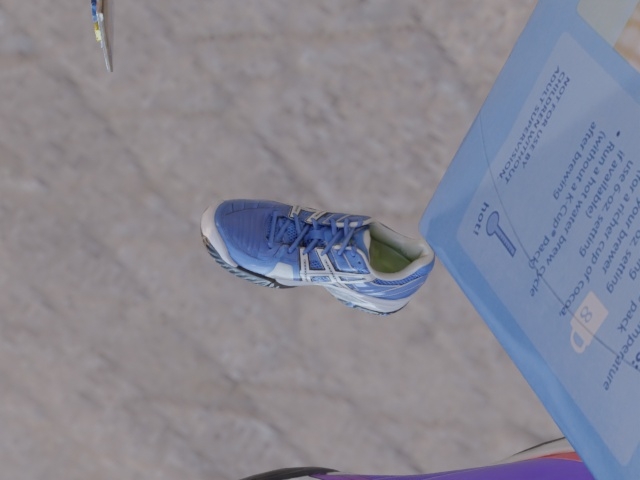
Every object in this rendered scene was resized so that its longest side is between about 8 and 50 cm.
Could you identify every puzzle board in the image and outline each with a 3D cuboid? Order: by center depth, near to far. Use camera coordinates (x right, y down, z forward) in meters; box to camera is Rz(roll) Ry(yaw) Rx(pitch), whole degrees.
[{"bbox_3d":[-0.155,-0.198,1.426,0.011,0.128,0.096,0,159,-2],"label":"puzzle board"}]

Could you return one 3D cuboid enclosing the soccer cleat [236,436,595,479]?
[{"bbox_3d":[0.035,0.158,0.875,0.318,0.116,0.108,-12,104,11],"label":"soccer cleat"}]

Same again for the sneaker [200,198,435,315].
[{"bbox_3d":[0.000,0.000,1.678,0.211,0.080,0.081,13,151,-25],"label":"sneaker"}]

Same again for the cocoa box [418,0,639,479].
[{"bbox_3d":[0.229,-0.066,0.634,0.228,0.347,0.231,19,-161,-25],"label":"cocoa box"}]
